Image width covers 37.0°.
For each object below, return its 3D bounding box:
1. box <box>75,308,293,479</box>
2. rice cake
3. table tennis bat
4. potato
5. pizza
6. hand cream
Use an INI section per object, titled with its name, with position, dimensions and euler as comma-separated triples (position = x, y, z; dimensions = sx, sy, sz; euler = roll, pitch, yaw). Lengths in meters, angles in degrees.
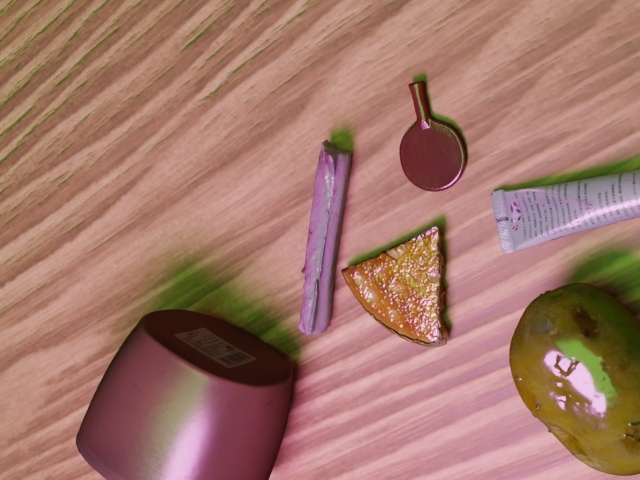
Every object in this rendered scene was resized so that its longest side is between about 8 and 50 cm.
[box]
position = -0.187, 0.250, 1.434
dimensions = 0.301, 0.301, 0.216
euler = 30, 104, 22
[rice cake]
position = 0.001, 0.001, 1.391
dimensions = 0.051, 0.081, 0.290
euler = 10, 104, 14
[table tennis bat]
position = 0.148, -0.143, 1.319
dimensions = 0.098, 0.019, 0.154
euler = -10, 96, 30
[potato]
position = 0.342, 0.173, 1.197
dimensions = 0.186, 0.148, 0.253
euler = -13, 101, 46
[pizza]
position = 0.119, 0.047, 1.358
dimensions = 0.185, 0.036, 0.176
euler = 26, 108, 25
[hand cream]
position = 0.366, -0.053, 1.189
dimensions = 0.331, 0.058, 0.085
euler = -13, 89, 33
